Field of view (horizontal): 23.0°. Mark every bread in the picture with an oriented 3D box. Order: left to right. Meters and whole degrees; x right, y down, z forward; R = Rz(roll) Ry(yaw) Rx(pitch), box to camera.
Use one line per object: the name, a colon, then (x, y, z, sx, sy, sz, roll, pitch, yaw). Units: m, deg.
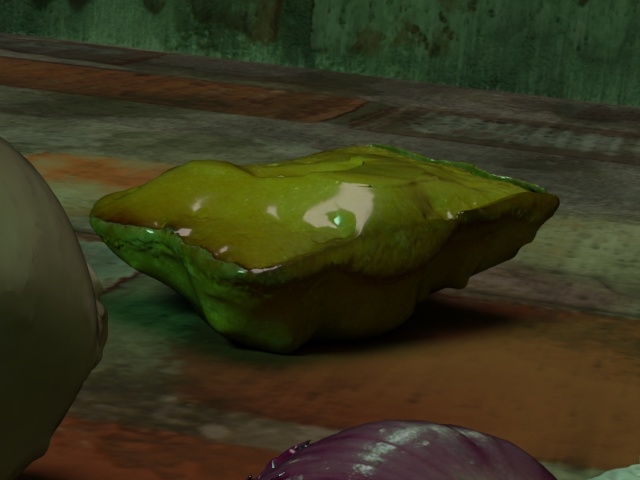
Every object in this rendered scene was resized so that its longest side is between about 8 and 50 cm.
bread: (0.000, 0.000, 0.849, 0.233, 0.088, 0.161, -8, 13, -42)

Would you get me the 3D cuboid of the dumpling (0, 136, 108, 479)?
dumpling: (-0.152, 0.028, 0.466, 0.162, 0.132, 0.250, -27, -20, 12)

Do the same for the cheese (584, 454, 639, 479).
cheese: (0.143, 0.085, 0.564, 0.235, 0.049, 0.127, -3, 15, -42)

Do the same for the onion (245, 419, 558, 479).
onion: (0.022, 0.097, 0.363, 0.104, 0.115, 0.115, -41, -19, 34)
